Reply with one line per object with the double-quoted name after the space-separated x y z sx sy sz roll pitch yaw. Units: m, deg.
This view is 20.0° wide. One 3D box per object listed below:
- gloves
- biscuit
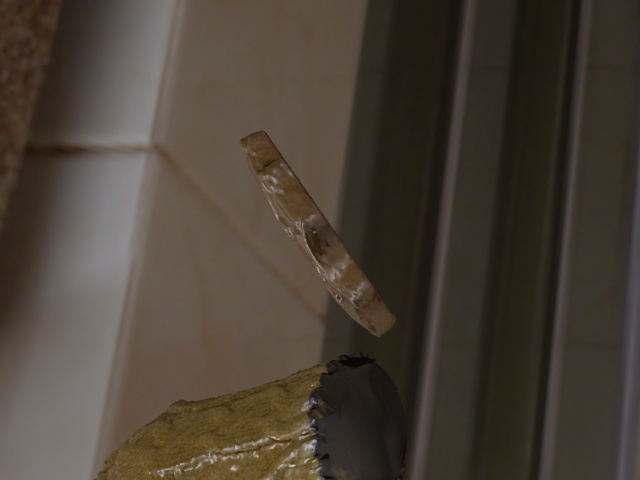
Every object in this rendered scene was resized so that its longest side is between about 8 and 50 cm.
-0.085 0.198 1.369 0.155 0.203 0.356 45 121 -5 "gloves"
-0.002 0.002 1.453 0.034 0.215 0.182 -35 120 1 "biscuit"
